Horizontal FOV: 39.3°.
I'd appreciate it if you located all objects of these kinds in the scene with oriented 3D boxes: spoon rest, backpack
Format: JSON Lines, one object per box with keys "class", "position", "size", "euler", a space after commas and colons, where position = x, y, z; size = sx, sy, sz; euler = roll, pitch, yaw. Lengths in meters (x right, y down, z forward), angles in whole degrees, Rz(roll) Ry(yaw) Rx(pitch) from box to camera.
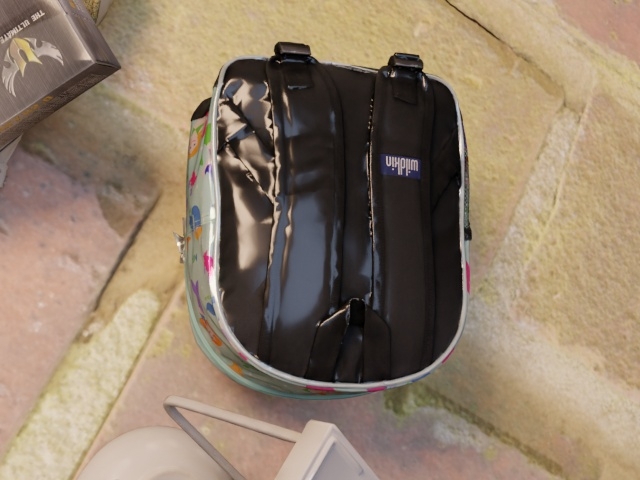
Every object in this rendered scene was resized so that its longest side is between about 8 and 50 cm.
{"class": "spoon rest", "position": [-0.167, 0.256, 0.662], "size": [0.137, 0.084, 0.276], "euler": [49, 53, -8]}
{"class": "backpack", "position": [0.000, 0.000, 0.710], "size": [0.225, 0.191, 0.253], "euler": [3, 71, -19]}

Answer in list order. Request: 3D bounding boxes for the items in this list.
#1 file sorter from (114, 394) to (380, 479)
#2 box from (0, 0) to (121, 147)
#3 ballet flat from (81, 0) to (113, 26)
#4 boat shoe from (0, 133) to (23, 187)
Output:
{"class": "file sorter", "position": [-0.077, 0.266, 0.557], "size": [0.277, 0.173, 0.193], "euler": [-57, 130, -28]}
{"class": "box", "position": [-0.287, -0.140, 0.631], "size": [0.231, 0.056, 0.183], "euler": [-30, 91, 10]}
{"class": "ballet flat", "position": [-0.208, -0.265, 0.728], "size": [0.123, 0.123, 0.348], "euler": [-1, 80, -23]}
{"class": "boat shoe", "position": [-0.264, -0.053, 0.702], "size": [0.100, 0.035, 0.035], "euler": [-55, 129, -26]}
